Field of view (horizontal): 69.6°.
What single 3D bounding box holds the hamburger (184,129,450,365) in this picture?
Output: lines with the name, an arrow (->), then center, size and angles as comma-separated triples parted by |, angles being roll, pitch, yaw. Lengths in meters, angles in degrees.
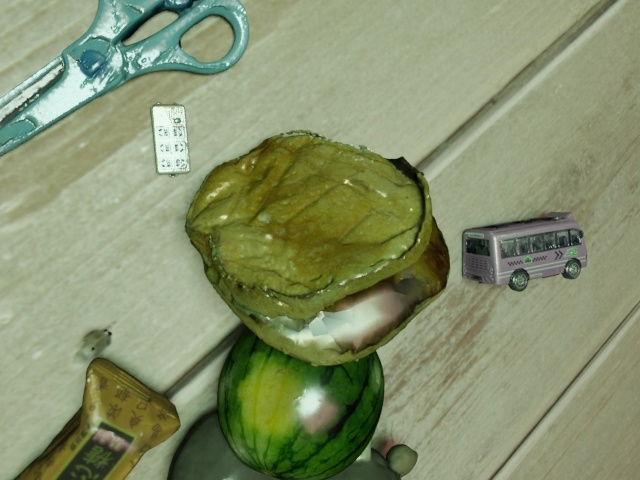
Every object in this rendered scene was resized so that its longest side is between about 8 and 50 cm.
hamburger -> 0.001, -0.002, 0.539 | 0.265, 0.285, 0.134 | -35, 144, -15

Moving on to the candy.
candy -> -0.283, 0.278, 0.530 | 0.143, 0.101, 0.271 | 39, 87, -18

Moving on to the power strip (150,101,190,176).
power strip -> -0.181, -0.122, 0.558 | 0.040, 0.016, 0.090 | -6, 101, -23

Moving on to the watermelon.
watermelon -> -0.007, 0.166, 0.554 | 0.204, 0.127, 0.232 | 41, 55, 3

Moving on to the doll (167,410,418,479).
doll -> -0.037, 0.433, 0.589 | 0.378, 0.252, 0.382 | 17, 53, -5

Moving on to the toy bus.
toy bus -> 0.339, 0.016, 0.769 | 0.199, 0.096, 0.108 | -9, 97, -20

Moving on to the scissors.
scissors -> -0.244, -0.207, 0.509 | 0.393, 0.032, 0.180 | -42, 111, -13
